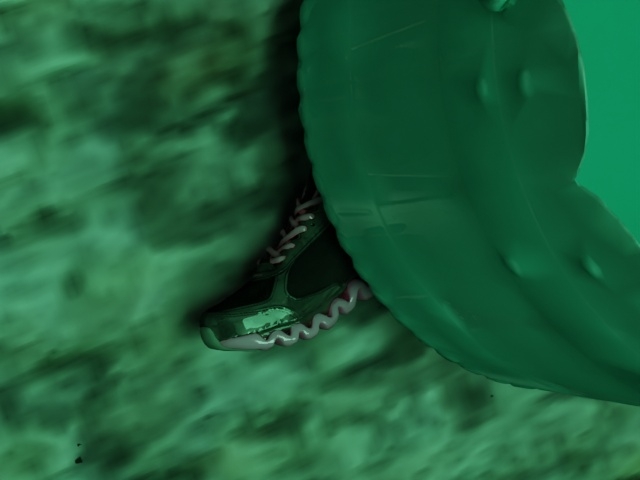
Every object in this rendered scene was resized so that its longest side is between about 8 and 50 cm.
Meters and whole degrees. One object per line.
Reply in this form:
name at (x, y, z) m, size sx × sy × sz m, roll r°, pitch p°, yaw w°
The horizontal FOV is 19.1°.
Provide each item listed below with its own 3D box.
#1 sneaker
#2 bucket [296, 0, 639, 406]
sneaker at (0.000, 0.000, 0.714) m, size 0.119 × 0.047 × 0.057 m, roll -30°, pitch 105°, yaw -27°
bucket at (0.138, -0.064, 0.665) m, size 0.281 × 0.183 × 0.281 m, roll 1°, pitch 89°, yaw -33°
